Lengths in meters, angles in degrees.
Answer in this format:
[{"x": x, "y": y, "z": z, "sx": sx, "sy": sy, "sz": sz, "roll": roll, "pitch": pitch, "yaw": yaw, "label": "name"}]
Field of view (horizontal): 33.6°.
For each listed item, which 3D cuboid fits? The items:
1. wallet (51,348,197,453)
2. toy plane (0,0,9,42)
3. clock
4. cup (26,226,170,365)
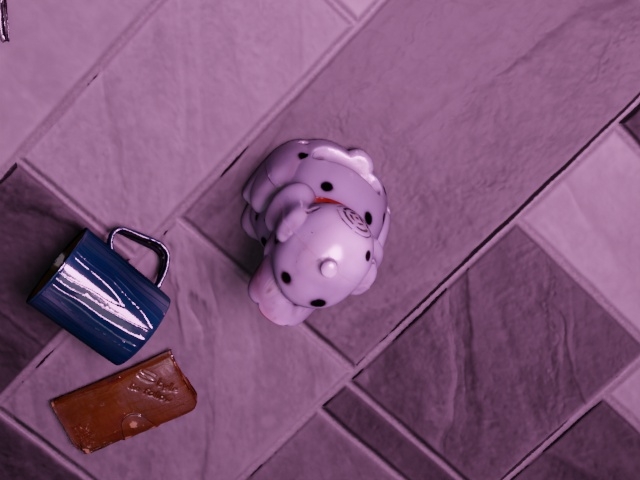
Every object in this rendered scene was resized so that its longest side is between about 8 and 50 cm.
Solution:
[{"x": -0.255, "y": 0.214, "z": 1.389, "sx": 0.176, "sy": 0.026, "sz": 0.095, "roll": -23, "pitch": 110, "yaw": 6, "label": "wallet"}, {"x": -0.394, "y": -0.322, "z": 1.194, "sx": 0.078, "sy": 0.053, "sz": 0.197, "roll": -1, "pitch": 110, "yaw": -11, "label": "toy plane"}, {"x": -0.001, "y": 0.001, "z": 1.213, "sx": 0.189, "sy": 0.254, "sz": 0.188, "roll": 0, "pitch": 113, "yaw": 0, "label": "clock"}, {"x": -0.256, "y": 0.060, "z": 1.292, "sx": 0.138, "sy": 0.113, "sz": 0.150, "roll": 40, "pitch": 104, "yaw": -16, "label": "cup"}]
